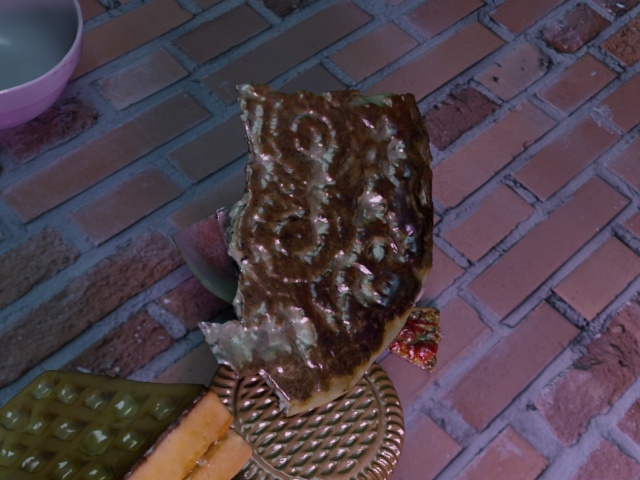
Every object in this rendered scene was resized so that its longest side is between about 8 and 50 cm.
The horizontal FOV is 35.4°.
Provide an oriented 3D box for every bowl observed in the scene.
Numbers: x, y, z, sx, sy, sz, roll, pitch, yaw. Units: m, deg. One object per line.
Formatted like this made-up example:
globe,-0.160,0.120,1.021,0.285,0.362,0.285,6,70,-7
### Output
bowl,-0.477,-0.259,1.399,0.286,0.144,0.287,6,54,-8

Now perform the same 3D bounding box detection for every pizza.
pizza,0.129,0.116,1.323,0.100,0.029,0.099,34,54,13

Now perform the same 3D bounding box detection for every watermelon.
watermelon,-0.020,-0.008,1.287,0.305,0.180,0.224,-21,52,-37

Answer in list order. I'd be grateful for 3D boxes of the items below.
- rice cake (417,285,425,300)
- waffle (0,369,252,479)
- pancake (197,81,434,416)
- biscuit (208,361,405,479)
rice cake,0.075,-0.023,1.394,0.052,0.057,0.256,-27,60,2
waffle,-0.248,0.232,1.018,0.327,0.098,0.224,-3,32,46
pancake,0.005,0.001,1.196,0.304,0.067,0.427,15,74,-28
biscuit,-0.025,0.225,1.182,0.259,0.079,0.259,6,53,-9
